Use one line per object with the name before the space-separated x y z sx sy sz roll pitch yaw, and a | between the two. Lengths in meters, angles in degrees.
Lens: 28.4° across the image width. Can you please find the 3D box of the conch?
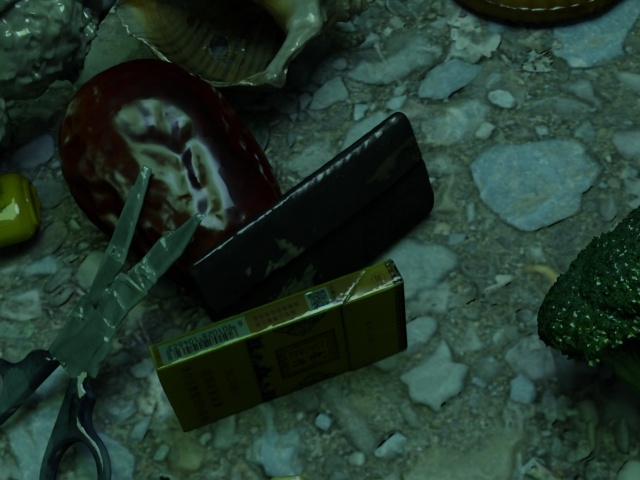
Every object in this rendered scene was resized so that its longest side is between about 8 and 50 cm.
conch | -0.101 -0.291 1.664 0.324 0.186 0.263 -4 56 14

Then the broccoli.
broccoli | 0.377 0.083 1.324 0.308 0.308 0.275 0 94 7

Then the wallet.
wallet | 0.000 0.000 1.462 0.321 0.170 0.044 -39 47 -19

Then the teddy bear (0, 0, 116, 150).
teddy bear | -0.472 -0.235 1.575 0.375 0.327 0.362 7 67 25

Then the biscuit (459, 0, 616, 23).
biscuit | 0.307 -0.425 1.792 0.318 0.040 0.318 -3 55 4

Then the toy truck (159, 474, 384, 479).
toy truck | -0.045 0.299 1.272 0.272 0.157 0.124 -2 56 5

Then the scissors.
scissors | -0.261 0.100 1.412 0.256 0.029 0.383 31 94 25

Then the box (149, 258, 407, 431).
box | -0.040 0.117 1.397 0.279 0.153 0.041 -19 56 -6

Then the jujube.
jujube | -0.178 -0.077 1.526 0.223 0.223 0.318 -35 67 -16

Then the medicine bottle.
medicine bottle | -0.505 -0.007 1.583 0.309 0.076 0.111 -16 41 -4
